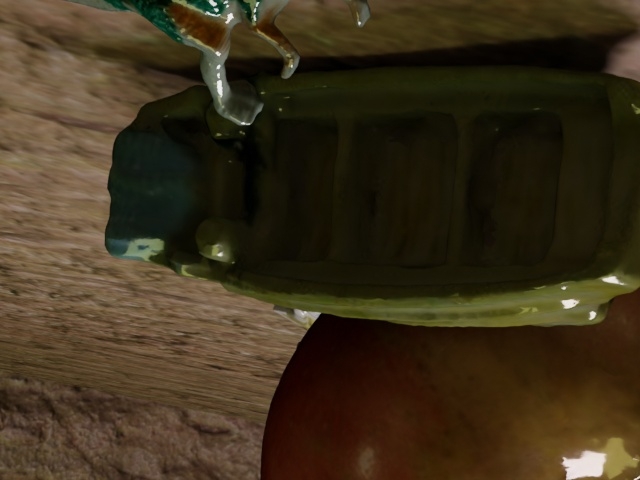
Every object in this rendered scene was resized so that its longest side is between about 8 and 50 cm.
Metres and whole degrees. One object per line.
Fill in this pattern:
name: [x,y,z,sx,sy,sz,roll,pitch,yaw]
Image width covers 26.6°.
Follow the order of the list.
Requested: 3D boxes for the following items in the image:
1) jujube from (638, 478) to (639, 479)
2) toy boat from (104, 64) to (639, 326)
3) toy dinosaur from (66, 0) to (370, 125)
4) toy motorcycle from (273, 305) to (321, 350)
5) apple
jujube: [0.272,0.125,0.944,0.236,0.168,0.168,30,167,0]
toy boat: [0.028,-0.019,0.603,0.276,0.111,0.084,1,169,37]
toy dinosaur: [-0.056,-0.101,0.494,0.187,0.044,0.106,23,155,4]
toy motorcycle: [0.033,0.053,1.011,0.151,0.074,0.228,6,158,47]
apple: [0.080,0.071,0.732,0.293,0.163,0.251,-33,-179,4]
